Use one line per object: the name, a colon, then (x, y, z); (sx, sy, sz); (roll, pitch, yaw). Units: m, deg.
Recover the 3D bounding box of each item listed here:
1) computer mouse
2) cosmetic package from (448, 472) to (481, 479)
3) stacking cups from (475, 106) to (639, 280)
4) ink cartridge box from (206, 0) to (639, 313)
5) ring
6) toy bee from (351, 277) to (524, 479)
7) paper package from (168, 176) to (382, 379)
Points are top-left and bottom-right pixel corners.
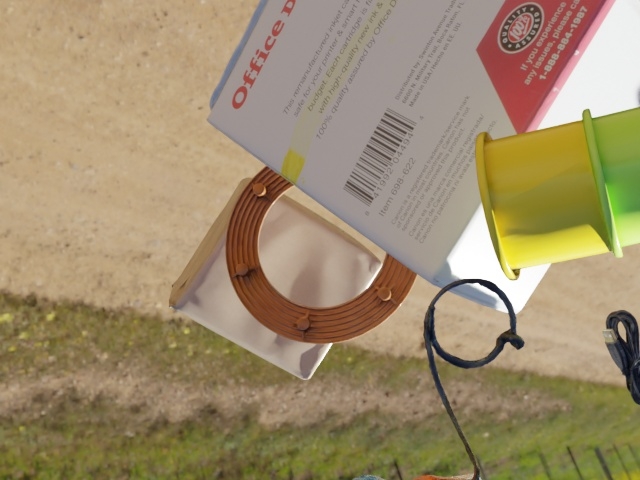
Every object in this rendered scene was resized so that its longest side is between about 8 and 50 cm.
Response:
computer mouse: (0.402, 0.095, 0.831); (0.193, 0.106, 0.042); (-28, 176, 26)
cosmetic package: (0.182, 0.460, 0.950); (0.160, 0.309, 0.113); (-21, 169, -27)
stacking cups: (0.252, -0.046, 0.434); (0.316, 0.096, 0.096); (-10, 159, 20)
ink cartridge box: (0.093, -0.150, 0.785); (0.160, 0.384, 0.279); (20, 104, -47)
ring: (0.000, 0.000, 1.289); (0.336, 0.337, 0.032); (-22, 165, 7)
toy bee: (0.064, 0.200, 0.474); (0.195, 0.162, 0.298); (-11, 112, -7)
paper package: (-0.094, 0.072, 1.623); (0.325, 0.168, 0.309); (32, 93, -16)
